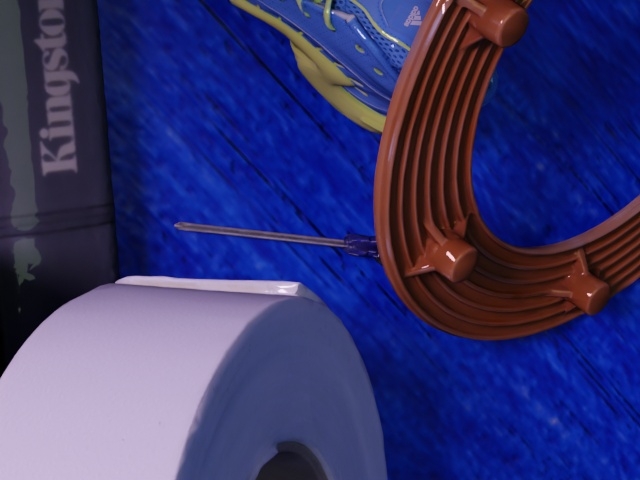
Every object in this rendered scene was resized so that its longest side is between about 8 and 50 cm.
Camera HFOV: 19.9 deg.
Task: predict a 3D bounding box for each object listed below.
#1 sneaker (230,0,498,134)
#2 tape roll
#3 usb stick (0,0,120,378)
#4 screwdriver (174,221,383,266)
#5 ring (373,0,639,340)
[{"bbox_3d":[0.003,-0.141,0.905,0.240,0.126,0.091,37,77,-26],"label":"sneaker"},{"bbox_3d":[-0.059,0.161,0.827,0.286,0.100,0.286,1,90,-68],"label":"tape roll"},{"bbox_3d":[-0.140,-0.069,0.881,0.077,0.045,0.278,-7,97,-27],"label":"usb stick"},{"bbox_3d":[0.000,0.000,0.983,0.170,0.025,0.024,6,92,-20],"label":"screwdriver"},{"bbox_3d":[0.165,-0.084,0.957,0.336,0.032,0.336,-28,138,-29],"label":"ring"}]
